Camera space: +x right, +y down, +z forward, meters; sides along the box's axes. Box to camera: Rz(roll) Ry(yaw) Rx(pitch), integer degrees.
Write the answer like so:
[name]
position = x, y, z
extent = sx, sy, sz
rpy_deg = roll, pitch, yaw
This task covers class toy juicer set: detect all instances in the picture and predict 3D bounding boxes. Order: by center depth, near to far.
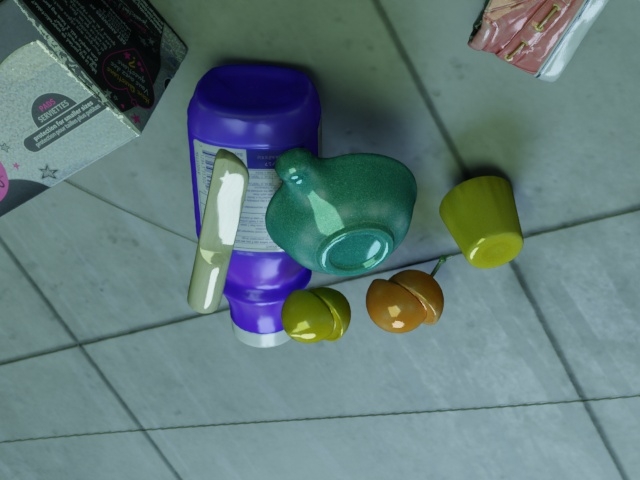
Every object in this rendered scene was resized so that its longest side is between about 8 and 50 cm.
[toy juicer set]
position = 0.000, 0.000, 1.258
extent = 0.329, 0.089, 0.209
rpy_deg = 10, 136, -33

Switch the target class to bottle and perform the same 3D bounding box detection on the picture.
[bottle]
position = -0.056, -0.024, 1.326
extent = 0.118, 0.092, 0.283
rpy_deg = 4, 130, 6

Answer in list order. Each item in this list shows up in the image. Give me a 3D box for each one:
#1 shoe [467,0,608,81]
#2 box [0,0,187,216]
[shoe]
position = 0.179, -0.202, 1.123
extent = 0.081, 0.063, 0.178
rpy_deg = 20, 136, -6
[box]
position = -0.269, -0.133, 1.269
extent = 0.247, 0.142, 0.163
rpy_deg = -25, 118, 33
